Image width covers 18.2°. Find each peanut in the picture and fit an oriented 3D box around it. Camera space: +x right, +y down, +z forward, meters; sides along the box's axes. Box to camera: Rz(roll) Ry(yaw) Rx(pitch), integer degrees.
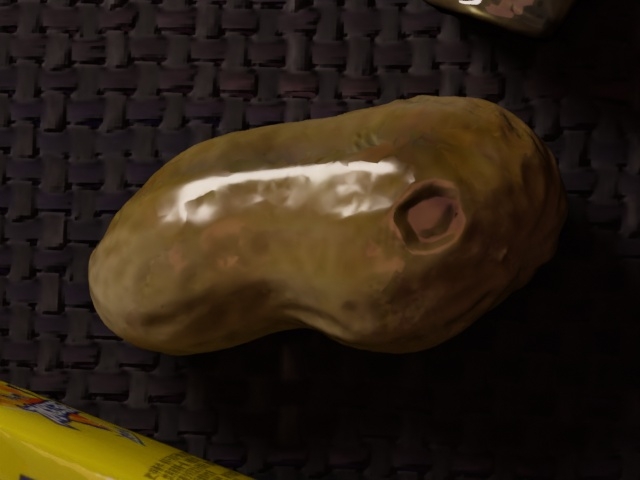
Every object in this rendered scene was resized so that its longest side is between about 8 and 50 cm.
[{"bbox_3d":[0.000,0.000,0.951,0.236,0.110,0.120,-13,96,10],"label":"peanut"}]

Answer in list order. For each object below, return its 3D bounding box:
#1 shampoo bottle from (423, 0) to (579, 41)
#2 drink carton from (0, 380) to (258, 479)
[{"bbox_3d":[0.143,-0.264,0.945,0.125,0.084,0.350,24,94,6],"label":"shampoo bottle"},{"bbox_3d":[-0.081,0.181,0.963,0.351,0.111,0.155,20,92,9],"label":"drink carton"}]
